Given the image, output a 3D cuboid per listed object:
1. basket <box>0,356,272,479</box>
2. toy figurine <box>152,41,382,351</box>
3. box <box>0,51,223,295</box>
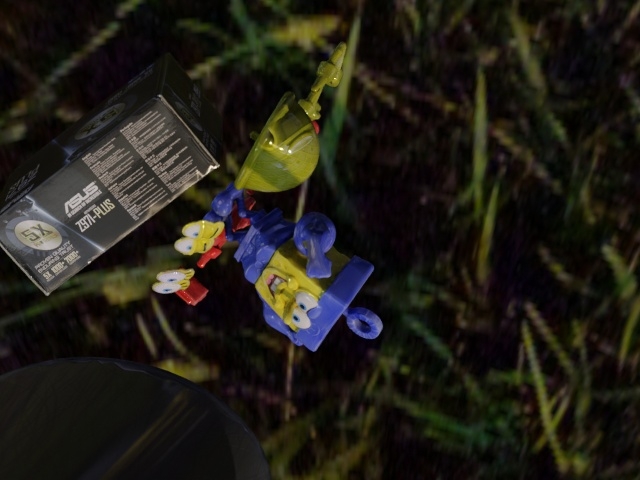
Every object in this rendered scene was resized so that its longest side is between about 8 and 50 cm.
[{"bbox_3d":[-0.148,0.173,0.929,0.204,0.227,0.154,-6,108,14],"label":"basket"},{"bbox_3d":[0.000,0.000,1.885,0.217,0.362,0.191,42,53,5],"label":"toy figurine"},{"bbox_3d":[-0.173,-0.057,1.509,0.180,0.147,0.077,-36,107,11],"label":"box"}]
